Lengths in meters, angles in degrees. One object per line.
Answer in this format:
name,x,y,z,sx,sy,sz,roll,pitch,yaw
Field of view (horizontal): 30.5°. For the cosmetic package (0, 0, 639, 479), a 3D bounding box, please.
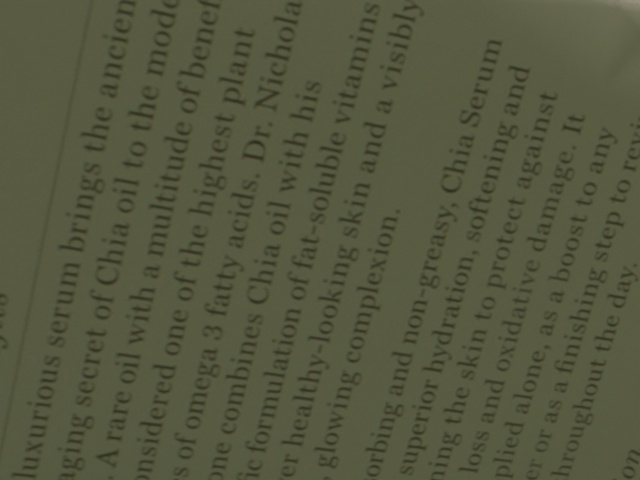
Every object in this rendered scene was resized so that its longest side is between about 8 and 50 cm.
cosmetic package,0.000,0.000,0.437,0.453,0.230,0.161,11,14,-18
